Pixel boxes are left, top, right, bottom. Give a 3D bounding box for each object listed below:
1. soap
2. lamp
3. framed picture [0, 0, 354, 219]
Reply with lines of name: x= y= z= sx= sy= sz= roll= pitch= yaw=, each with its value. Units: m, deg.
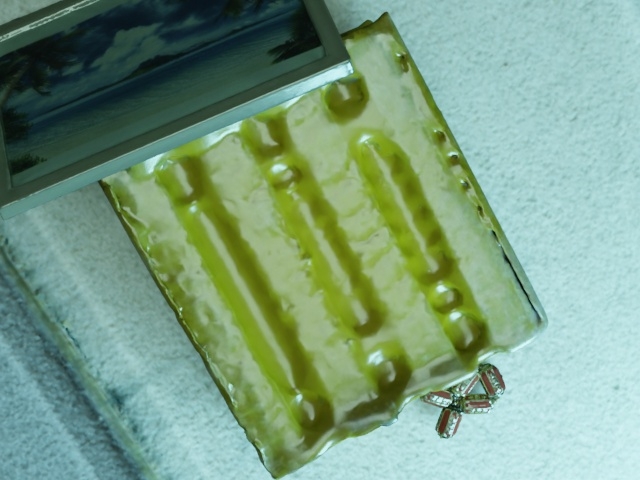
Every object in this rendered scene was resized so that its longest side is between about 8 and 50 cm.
soap: x=0.000 y=0.000 z=1.261 sx=0.293 sy=0.156 sz=0.335 roll=-31 pitch=98 yaw=-3
lamp: x=0.138 y=0.147 z=1.352 sx=0.083 sy=0.031 sz=0.063 roll=-30 pitch=100 yaw=-4
framed picture: x=-0.147 y=-0.159 z=1.207 sx=0.315 sy=0.232 sz=0.024 roll=-24 pitch=138 yaw=2
